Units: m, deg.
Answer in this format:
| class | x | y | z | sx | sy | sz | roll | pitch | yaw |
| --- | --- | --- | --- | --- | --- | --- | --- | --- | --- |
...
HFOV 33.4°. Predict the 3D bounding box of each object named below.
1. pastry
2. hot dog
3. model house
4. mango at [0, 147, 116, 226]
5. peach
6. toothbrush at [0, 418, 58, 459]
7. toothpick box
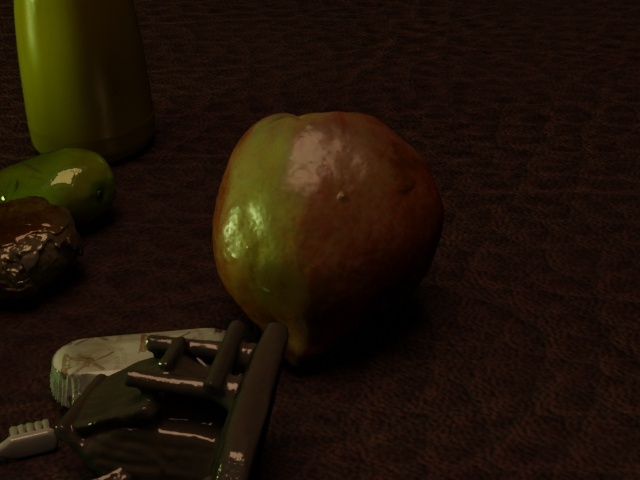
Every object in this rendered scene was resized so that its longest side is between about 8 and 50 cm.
| class | x | y | z | sx | sy | sz | roll | pitch | yaw |
| --- | --- | --- | --- | --- | --- | --- | --- | --- | --- |
| pastry | -0.340 | 0.008 | 1.182 | 0.153 | 0.081 | 0.153 | -1 | 35 | 1 |
| hot dog | -0.159 | 0.123 | 1.006 | 0.192 | 0.053 | 0.099 | -6 | 32 | -11 |
| model house | -0.127 | 0.164 | 0.864 | 0.188 | 0.122 | 0.229 | 1 | 33 | 10 |
| mango | -0.329 | -0.056 | 1.296 | 0.163 | 0.089 | 0.117 | -16 | 35 | 1 |
| peach | 0.000 | 0.000 | 1.061 | 0.232 | 0.257 | 0.232 | 3 | -11 | 1 |
| toothbrush | -0.397 | 0.204 | 0.909 | 0.342 | 0.025 | 0.030 | -12 | 25 | -16 |
| toothpick box | -0.323 | -0.254 | 1.438 | 0.174 | 0.271 | 0.175 | -2 | 31 | 1 |
